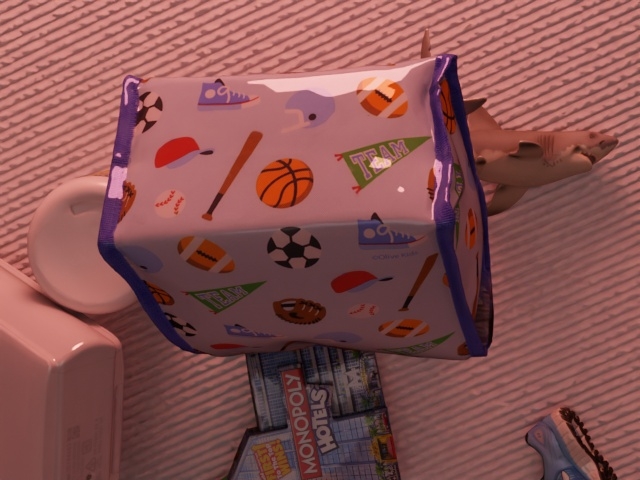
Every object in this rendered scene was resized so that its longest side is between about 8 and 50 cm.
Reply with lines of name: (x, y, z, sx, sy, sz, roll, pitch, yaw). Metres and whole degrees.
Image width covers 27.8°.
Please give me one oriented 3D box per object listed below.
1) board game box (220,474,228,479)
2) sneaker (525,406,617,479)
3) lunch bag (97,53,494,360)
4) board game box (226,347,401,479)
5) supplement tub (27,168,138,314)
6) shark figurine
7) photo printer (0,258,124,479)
board game box: (-0.036, 0.379, 1.523, 0.124, 0.039, 0.259, -36, 96, 7)
sneaker: (0.291, 0.271, 1.481, 0.073, 0.063, 0.162, -30, 90, 25)
lunch bag: (0.000, 0.000, 1.291, 0.328, 0.385, 0.238, -2, 59, 14)
board game box: (-0.021, 0.208, 1.467, 0.194, 0.060, 0.194, -12, 92, -5)
supplement tub: (-0.224, -0.005, 1.406, 0.144, 0.199, 0.144, 1, 97, 4)
shark figurine: (0.170, -0.122, 1.398, 0.166, 0.278, 0.116, -37, 51, 35)
photo printer: (-0.343, 0.162, 1.408, 0.307, 0.107, 0.256, 28, 121, 39)
